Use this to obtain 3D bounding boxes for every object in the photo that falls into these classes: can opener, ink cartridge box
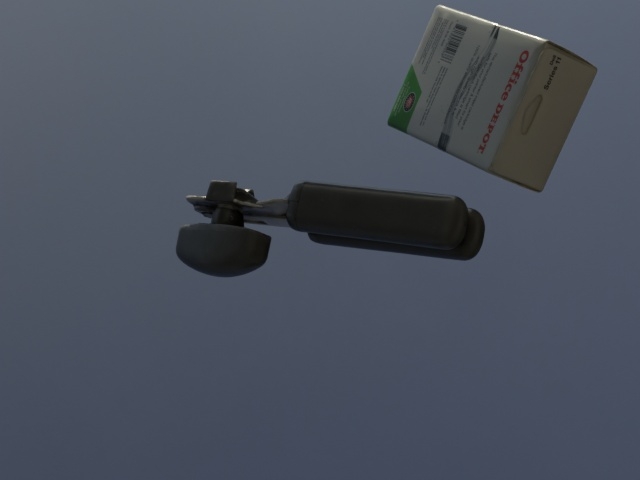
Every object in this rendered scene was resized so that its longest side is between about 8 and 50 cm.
[{"bbox_3d":[0.000,0.000,1.171,0.076,0.283,0.095,30,-109,-58],"label":"can opener"},{"bbox_3d":[0.184,-0.158,1.465,0.087,0.208,0.153,18,-80,-34],"label":"ink cartridge box"}]
